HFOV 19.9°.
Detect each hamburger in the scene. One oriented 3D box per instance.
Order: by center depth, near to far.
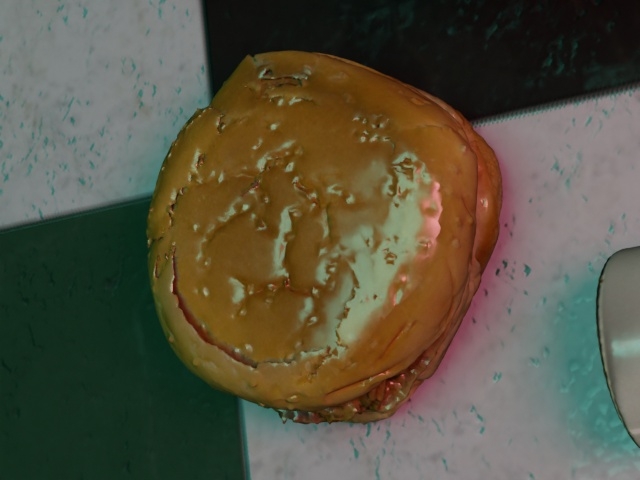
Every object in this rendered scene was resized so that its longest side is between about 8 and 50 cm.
[{"bbox_3d":[0.001,0.001,1.033,0.213,0.108,0.214,-6,77,28],"label":"hamburger"}]

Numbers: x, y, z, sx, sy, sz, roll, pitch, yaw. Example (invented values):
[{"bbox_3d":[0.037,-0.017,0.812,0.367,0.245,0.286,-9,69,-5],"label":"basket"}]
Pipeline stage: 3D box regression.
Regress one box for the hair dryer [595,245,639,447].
[{"bbox_3d":[0.254,0.165,0.881,0.173,0.107,0.357,-11,88,30],"label":"hair dryer"}]
